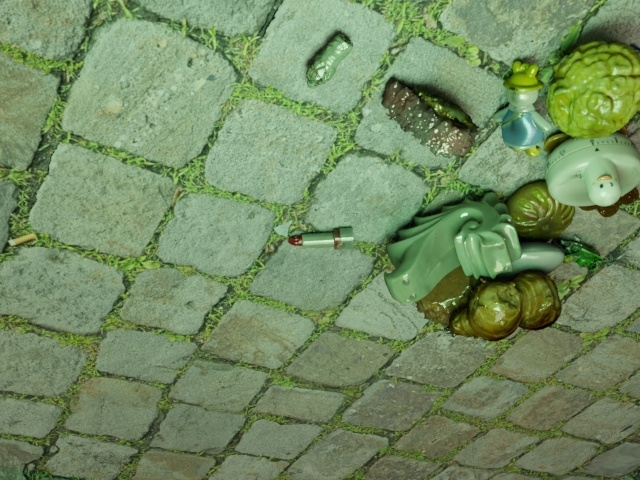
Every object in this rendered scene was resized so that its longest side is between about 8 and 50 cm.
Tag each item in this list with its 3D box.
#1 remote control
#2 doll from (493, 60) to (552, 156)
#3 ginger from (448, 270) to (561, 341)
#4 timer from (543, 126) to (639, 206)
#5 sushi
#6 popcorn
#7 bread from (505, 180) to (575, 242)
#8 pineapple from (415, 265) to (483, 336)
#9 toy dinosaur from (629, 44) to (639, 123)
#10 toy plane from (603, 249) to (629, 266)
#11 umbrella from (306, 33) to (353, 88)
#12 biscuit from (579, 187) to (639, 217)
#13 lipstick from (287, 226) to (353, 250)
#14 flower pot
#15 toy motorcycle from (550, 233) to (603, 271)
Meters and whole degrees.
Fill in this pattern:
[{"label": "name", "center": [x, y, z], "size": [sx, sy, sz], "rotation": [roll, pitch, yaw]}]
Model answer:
[{"label": "remote control", "center": [0.582, 0.070, 1.899], "size": [0.221, 0.103, 0.332], "rotation": [-7, 167, 3]}, {"label": "doll", "center": [0.489, -0.312, 1.568], "size": [0.098, 0.135, 0.241], "rotation": [-13, 124, -5]}, {"label": "ginger", "center": [0.514, 0.194, 1.769], "size": [0.357, 0.152, 0.274], "rotation": [-7, 151, -29]}, {"label": "timer", "center": [0.690, -0.159, 1.636], "size": [0.233, 0.240, 0.233], "rotation": [-2, 152, -1]}, {"label": "sushi", "center": [0.270, -0.295, 1.553], "size": [0.161, 0.241, 0.107], "rotation": [-18, 144, -58]}, {"label": "popcorn", "center": [0.649, -0.345, 1.515], "size": [0.251, 0.206, 0.237], "rotation": [-4, 129, -51]}, {"label": "bread", "center": [0.625, -0.073, 1.836], "size": [0.213, 0.105, 0.213], "rotation": [-5, 132, -6]}, {"label": "pineapple", "center": [0.409, 0.182, 1.998], "size": [0.223, 0.223, 0.357], "rotation": [-23, 143, 14]}, {"label": "toy dinosaur", "center": [0.825, -0.365, 1.607], "size": [0.247, 0.075, 0.188], "rotation": [11, 122, -12]}, {"label": "toy plane", "center": [0.938, 0.062, 2.070], "size": [0.078, 0.024, 0.084], "rotation": [35, 122, -14]}, {"label": "umbrella", "center": [0.015, -0.399, 1.457], "size": [0.067, 0.062, 0.143], "rotation": [-5, 144, -49]}, {"label": "biscuit", "center": [0.794, -0.156, 1.823], "size": [0.180, 0.039, 0.236], "rotation": [-36, 128, 27]}, {"label": "lipstick", "center": [0.000, 0.001, 1.848], "size": [0.186, 0.057, 0.063], "rotation": [-4, 135, -1]}, {"label": "flower pot", "center": [0.346, 0.018, 1.770], "size": [0.367, 0.254, 0.164], "rotation": [-21, 120, 14]}, {"label": "toy motorcycle", "center": [0.787, 0.045, 1.973], "size": [0.190, 0.106, 0.074], "rotation": [13, 131, -22]}]
